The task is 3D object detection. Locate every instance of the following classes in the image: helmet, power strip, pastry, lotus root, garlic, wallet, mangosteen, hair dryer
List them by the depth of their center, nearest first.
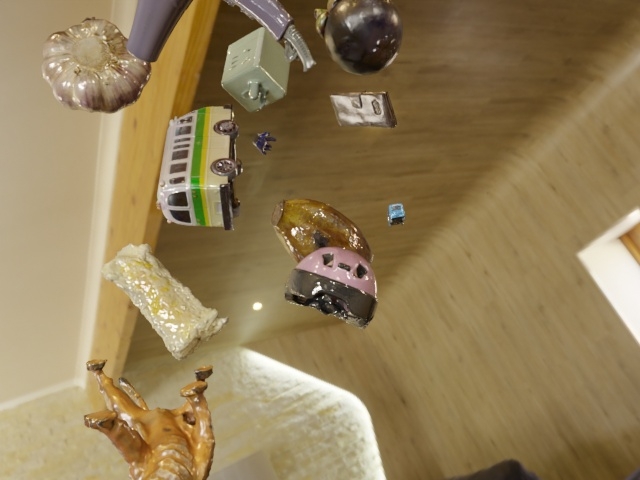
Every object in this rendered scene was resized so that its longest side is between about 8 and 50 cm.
[{"bbox_3d":[-0.168,-0.396,1.057,0.301,0.361,0.121,-57,-3,28],"label":"hair dryer"},{"bbox_3d":[-0.308,0.115,1.145,0.121,0.258,0.089,-40,-21,-33],"label":"pastry"},{"bbox_3d":[0.031,0.092,1.256,0.253,0.198,0.154,80,-150,-87],"label":"helmet"},{"bbox_3d":[0.081,-0.490,1.382,0.194,0.230,0.194,-32,-36,-27],"label":"mangosteen"},{"bbox_3d":[-0.522,-0.396,1.401,0.245,0.245,0.160,-23,-18,-13],"label":"garlic"},{"bbox_3d":[-0.005,0.008,1.552,0.193,0.291,0.193,-42,20,19],"label":"lotus root"},{"bbox_3d":[-0.181,-0.456,1.667,0.140,0.224,0.139,-16,-37,31],"label":"power strip"},{"bbox_3d":[0.133,-0.415,1.882,0.042,0.230,0.124,-41,-54,-29],"label":"wallet"}]

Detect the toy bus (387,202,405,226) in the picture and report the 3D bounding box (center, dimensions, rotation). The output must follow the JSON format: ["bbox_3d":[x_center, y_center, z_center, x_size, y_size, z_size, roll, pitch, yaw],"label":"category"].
[{"bbox_3d":[0.187,-0.063,1.484,0.038,0.046,0.083,-10,-12,1],"label":"toy bus"}]

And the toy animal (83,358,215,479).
[{"bbox_3d":[-0.157,0.176,0.558,0.114,0.116,0.255,-5,7,-19],"label":"toy animal"}]

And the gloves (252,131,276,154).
[{"bbox_3d":[-0.165,-0.293,1.769,0.064,0.026,0.086,-59,-31,-1],"label":"gloves"}]

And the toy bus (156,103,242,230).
[{"bbox_3d":[-0.276,-0.176,1.383,0.179,0.305,0.143,-2,-42,-4],"label":"toy bus"}]
